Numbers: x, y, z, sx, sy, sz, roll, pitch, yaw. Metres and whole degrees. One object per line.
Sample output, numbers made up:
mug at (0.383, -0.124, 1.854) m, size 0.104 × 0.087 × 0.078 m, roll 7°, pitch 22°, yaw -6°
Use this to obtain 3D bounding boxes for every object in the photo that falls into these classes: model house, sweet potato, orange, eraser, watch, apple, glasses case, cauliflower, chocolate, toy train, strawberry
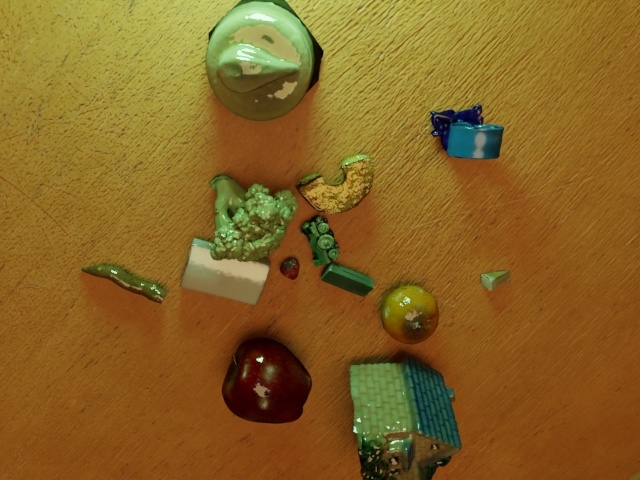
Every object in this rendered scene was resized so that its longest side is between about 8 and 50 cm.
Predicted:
model house at (0.327, 0.721, 1.712) m, size 0.400 × 0.395 × 0.445 m, roll -8°, pitch 121°, yaw 1°
sweet potato at (-0.652, 0.132, 1.536) m, size 0.281 × 0.067 × 0.059 m, roll 28°, pitch 67°, yaw -12°
orange at (0.332, 0.276, 1.683) m, size 0.224 × 0.170 × 0.224 m, roll -2°, pitch 111°, yaw -6°
eraser at (-0.321, 0.110, 1.559) m, size 0.270 × 0.095 × 0.174 m, roll 17°, pitch 113°, yaw -13°
watch at (0.475, -0.331, 1.468) m, size 0.196 × 0.200 × 0.171 m, roll -11°, pitch 115°, yaw -9°
apple at (-0.194, 0.504, 1.634) m, size 0.317 × 0.288 × 0.288 m, roll 33°, pitch 102°, yaw -27°
glasses case at (0.097, 0.141, 1.649) m, size 0.184 × 0.039 × 0.078 m, roll 23°, pitch 137°, yaw -16°
cauliflower at (-0.223, -0.072, 1.419) m, size 0.327 × 0.260 × 0.281 m, roll -47°, pitch 118°, yaw -28°
chocolate at (-0.150, -0.489, 1.264) m, size 0.326 × 0.297 × 0.314 m, roll -40°, pitch 116°, yaw 6°
toy train at (0.000, 0.000, 1.586) m, size 0.104 × 0.071 × 0.178 m, roll -19°, pitch 114°, yaw 10°
strawberry at (-0.100, 0.103, 1.609) m, size 0.073 × 0.073 × 0.083 m, roll -30°, pitch 125°, yaw 3°

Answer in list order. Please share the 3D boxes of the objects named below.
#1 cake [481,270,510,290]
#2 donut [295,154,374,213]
cake at (0.676, 0.144, 1.765) m, size 0.121 × 0.065 × 0.052 m, roll -16°, pitch 113°, yaw -27°
donut at (0.057, -0.172, 1.512) m, size 0.259 × 0.101 × 0.152 m, roll -22°, pitch 112°, yaw -1°
